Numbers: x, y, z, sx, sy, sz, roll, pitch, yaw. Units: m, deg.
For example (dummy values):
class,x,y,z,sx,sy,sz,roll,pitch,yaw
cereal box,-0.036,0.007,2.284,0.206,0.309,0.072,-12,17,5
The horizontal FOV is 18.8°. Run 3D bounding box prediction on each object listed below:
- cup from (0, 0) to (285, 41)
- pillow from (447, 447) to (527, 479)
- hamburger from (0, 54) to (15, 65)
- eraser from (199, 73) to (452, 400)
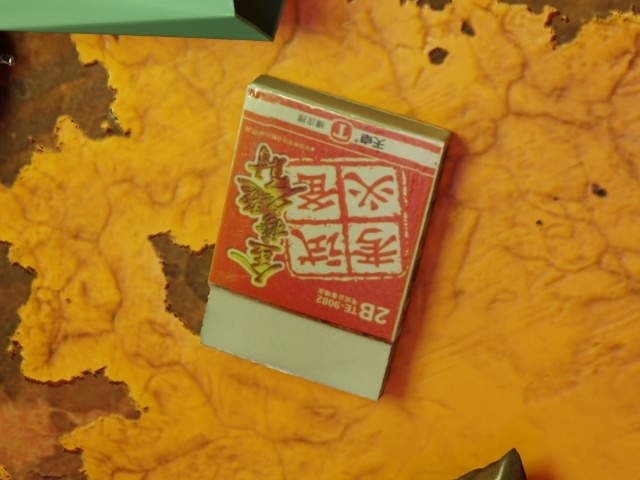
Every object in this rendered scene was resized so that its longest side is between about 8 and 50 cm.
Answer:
class,x,y,z,sx,sy,sz,roll,pitch,yaw
cup,-0.152,-0.207,1.407,0.236,0.148,0.134,-3,138,19
pillow,0.079,0.345,1.582,0.305,0.108,0.308,-18,101,22
hamburger,-0.342,-0.136,1.500,0.190,0.093,0.164,22,107,-14
eraser,0.000,0.000,1.500,0.157,0.038,0.230,17,115,9
